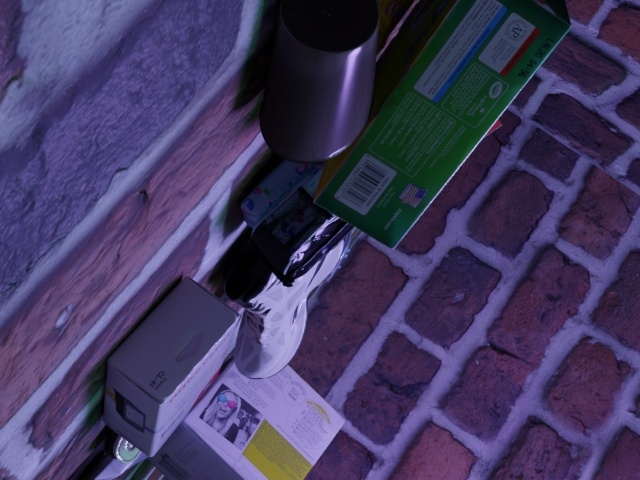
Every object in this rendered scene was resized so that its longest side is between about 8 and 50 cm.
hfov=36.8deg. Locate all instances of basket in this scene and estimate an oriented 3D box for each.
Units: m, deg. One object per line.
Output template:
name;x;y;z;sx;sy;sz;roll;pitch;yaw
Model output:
basket;0.004;-0.243;1.308;0.204;0.154;0.227;-57;171;-23

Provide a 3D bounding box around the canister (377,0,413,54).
canister;0.116;-0.405;1.587;0.170;0.073;0.126;-55;175;-11

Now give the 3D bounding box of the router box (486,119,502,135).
router box;0.227;-0.207;2.342;0.301;0.082;0.335;-34;-173;-33

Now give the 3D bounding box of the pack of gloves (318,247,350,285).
pack of gloves;-0.030;0.091;2.606;0.232;0.046;0.195;-12;-153;42

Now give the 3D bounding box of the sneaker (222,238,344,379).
sneaker;-0.143;0.130;2.064;0.257;0.169;0.447;-8;132;-48

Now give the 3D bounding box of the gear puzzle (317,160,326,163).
gear puzzle;0.026;-0.135;1.980;0.044;0.175;0.339;-20;165;-10

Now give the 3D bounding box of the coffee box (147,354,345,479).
coffee box;-0.205;0.524;2.570;0.334;0.338;0.337;-49;-176;-38

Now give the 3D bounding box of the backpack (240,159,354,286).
backpack;-0.020;-0.060;1.785;0.253;0.191;0.225;-38;174;-6

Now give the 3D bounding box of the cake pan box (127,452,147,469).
cake pan box;-0.364;0.393;2.224;0.245;0.070;0.267;-57;173;3

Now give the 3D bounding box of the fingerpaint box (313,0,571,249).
fingerpaint box;0.192;-0.263;1.542;0.445;0.163;0.371;-54;-169;29

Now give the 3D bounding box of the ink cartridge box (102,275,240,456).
ink cartridge box;-0.279;0.236;1.762;0.226;0.131;0.306;-50;170;-32

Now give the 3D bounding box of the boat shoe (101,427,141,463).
boat shoe;-0.371;0.345;1.992;0.079;0.084;0.233;3;-124;51

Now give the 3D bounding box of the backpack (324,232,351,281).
backpack;0.000;0.000;2.445;0.166;0.144;0.188;-72;-178;-60

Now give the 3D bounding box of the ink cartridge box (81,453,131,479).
ink cartridge box;-0.466;0.507;2.006;0.145;0.045;0.179;-36;-168;48
